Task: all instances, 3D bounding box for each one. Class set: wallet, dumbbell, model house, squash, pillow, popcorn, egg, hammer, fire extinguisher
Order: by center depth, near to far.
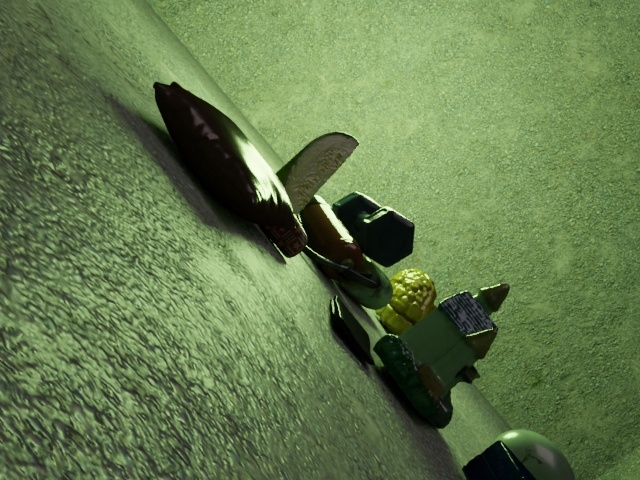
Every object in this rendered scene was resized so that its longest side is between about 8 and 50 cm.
[{"bbox_3d":[-0.180,-0.152,1.594,0.308,0.108,0.305,52,7,11],"label":"pillow"},{"bbox_3d":[0.066,0.188,1.730,0.124,0.025,0.244,51,3,-5],"label":"wallet"},{"bbox_3d":[0.309,0.226,1.787,0.194,0.325,0.267,51,1,25],"label":"model house"},{"bbox_3d":[0.469,0.538,1.809,0.264,0.183,0.183,57,5,-6],"label":"egg"},{"bbox_3d":[-0.024,-0.181,2.110,0.111,0.288,0.203,50,4,-16],"label":"squash"},{"bbox_3d":[0.000,0.010,2.146,0.200,0.113,0.376,0,29,-23],"label":"fire extinguisher"},{"bbox_3d":[0.138,-0.037,2.264,0.156,0.143,0.316,31,2,-22],"label":"dumbbell"},{"bbox_3d":[0.067,0.061,2.298,0.305,0.113,0.202,44,-3,36],"label":"hammer"},{"bbox_3d":[0.273,0.199,2.451,0.203,0.200,0.226,42,10,-22],"label":"popcorn"}]

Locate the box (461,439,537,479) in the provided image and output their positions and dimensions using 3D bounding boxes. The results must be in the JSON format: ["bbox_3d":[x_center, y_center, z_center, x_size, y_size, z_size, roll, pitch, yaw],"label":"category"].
[{"bbox_3d":[0.416,0.560,1.570,0.261,0.116,0.279,50,5,-14],"label":"box"}]

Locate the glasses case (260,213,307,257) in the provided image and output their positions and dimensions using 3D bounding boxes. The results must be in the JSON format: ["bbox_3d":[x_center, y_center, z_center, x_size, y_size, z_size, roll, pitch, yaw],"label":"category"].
[{"bbox_3d":[-0.098,-0.050,1.763,0.194,0.073,0.049,52,-3,17],"label":"glasses case"}]

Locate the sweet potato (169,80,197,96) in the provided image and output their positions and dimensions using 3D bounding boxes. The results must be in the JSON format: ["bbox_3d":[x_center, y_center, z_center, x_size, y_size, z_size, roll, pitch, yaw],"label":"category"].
[{"bbox_3d":[-0.288,-0.306,2.071,0.264,0.057,0.057,47,4,16],"label":"sweet potato"}]
